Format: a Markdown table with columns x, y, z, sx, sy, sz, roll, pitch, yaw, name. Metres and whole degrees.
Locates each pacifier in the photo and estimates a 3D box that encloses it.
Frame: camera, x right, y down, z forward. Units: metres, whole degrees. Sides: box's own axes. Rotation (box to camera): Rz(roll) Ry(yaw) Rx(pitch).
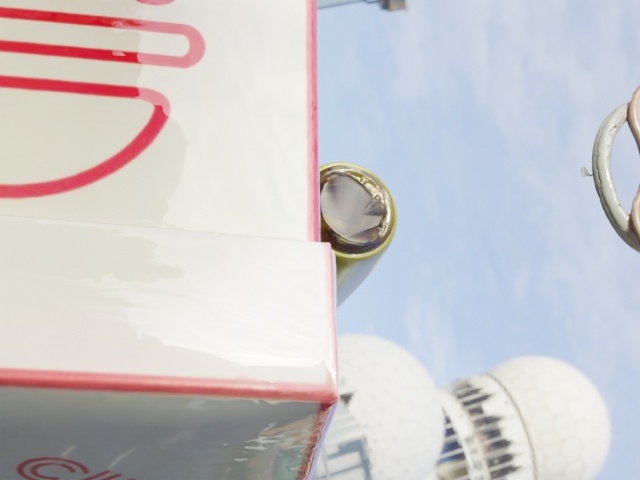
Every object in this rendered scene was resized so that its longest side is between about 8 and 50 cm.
| x | y | z | sx | sy | sz | roll | pitch | yaw | name |
| --- | --- | --- | --- | --- | --- | --- | --- | --- | --- |
| 0.494 | -0.082 | 1.196 | 0.273 | 0.220 | 0.332 | -13 | -120 | 39 | pacifier |

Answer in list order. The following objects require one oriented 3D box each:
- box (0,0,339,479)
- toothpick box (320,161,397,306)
| x | y | z | sx | sy | sz | roll | pitch | yaw | name |
| --- | --- | --- | --- | --- | --- | --- | --- | --- | --- |
| -0.162 | 0.019 | 0.573 | 0.314 | 0.312 | 0.300 | 103 | -12 | -55 | box |
| 0.000 | 0.000 | 1.363 | 0.271 | 0.175 | 0.175 | 134 | -58 | -63 | toothpick box |
